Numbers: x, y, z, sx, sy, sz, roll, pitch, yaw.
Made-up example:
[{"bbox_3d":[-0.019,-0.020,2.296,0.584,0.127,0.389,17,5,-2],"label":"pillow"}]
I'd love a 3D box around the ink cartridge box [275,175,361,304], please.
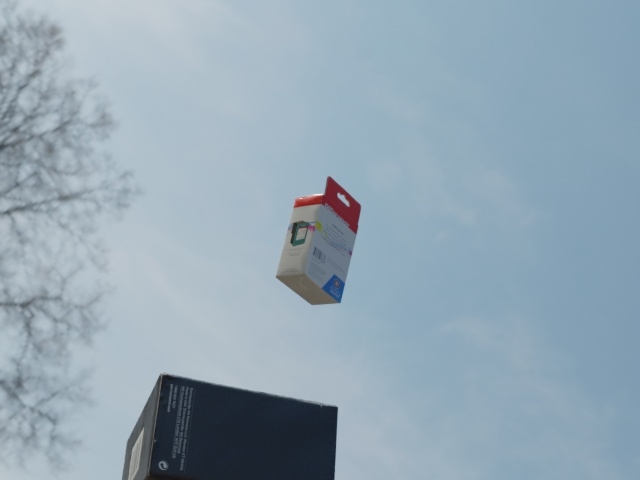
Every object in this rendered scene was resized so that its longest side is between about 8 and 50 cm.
[{"bbox_3d":[0.000,0.000,2.220,0.078,0.231,0.134,-7,-33,36],"label":"ink cartridge box"}]

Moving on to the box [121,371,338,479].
[{"bbox_3d":[-0.155,0.375,1.764,0.294,0.183,0.296,12,-35,-14],"label":"box"}]
